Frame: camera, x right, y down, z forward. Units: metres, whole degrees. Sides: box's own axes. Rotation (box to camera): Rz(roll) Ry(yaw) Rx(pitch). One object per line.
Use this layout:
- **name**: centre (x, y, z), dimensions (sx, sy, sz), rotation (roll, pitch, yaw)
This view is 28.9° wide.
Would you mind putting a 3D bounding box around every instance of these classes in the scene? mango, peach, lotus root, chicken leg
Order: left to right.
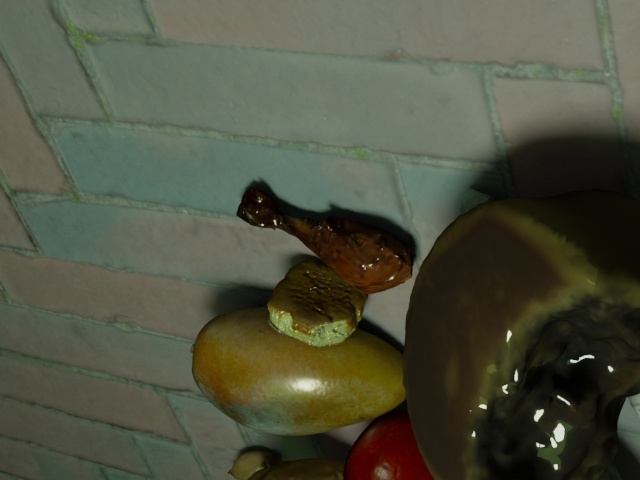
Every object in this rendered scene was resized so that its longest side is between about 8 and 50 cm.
- **lotus root**: centre (-0.130, 0.447, 2.442), dimensions (0.073, 0.062, 0.150), rotation (26, 150, -26)
- **mango**: centre (-0.036, 0.216, 2.025), dimensions (0.384, 0.199, 0.221), rotation (6, 131, 14)
- **chicken leg**: centre (0.000, 0.000, 1.854), dimensions (0.304, 0.093, 0.113), rotation (21, 152, 24)
- **peach**: centre (0.156, 0.397, 2.060), dimensions (0.243, 0.199, 0.243), rotation (7, 127, 10)

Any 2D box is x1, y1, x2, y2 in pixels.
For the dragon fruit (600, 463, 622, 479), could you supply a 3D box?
- **dragon fruit**: centre (0.341, 0.368, 1.907), dimensions (0.283, 0.204, 0.221), rotation (-14, 92, 52)

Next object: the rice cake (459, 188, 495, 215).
- **rice cake**: centre (0.238, 0.029, 1.733), dimensions (0.045, 0.042, 0.245), rotation (24, 145, 40)

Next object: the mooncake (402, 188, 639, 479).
- **mooncake**: centre (0.294, 0.135, 1.538), dimensions (0.394, 0.246, 0.393), rotation (-24, 73, 52)

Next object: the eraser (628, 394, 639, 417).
- **eraser**: centre (0.485, 0.215, 1.679), dimensions (0.068, 0.124, 0.210), rotation (-14, 121, 45)

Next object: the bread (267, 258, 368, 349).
- **bread**: centre (-0.006, 0.102, 1.925), dimensions (0.140, 0.128, 0.069), rotation (25, 145, 12)

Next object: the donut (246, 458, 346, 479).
- **donut**: centre (0.043, 0.557, 2.142), dimensions (0.449, 0.449, 0.198), rotation (35, 116, 0)
